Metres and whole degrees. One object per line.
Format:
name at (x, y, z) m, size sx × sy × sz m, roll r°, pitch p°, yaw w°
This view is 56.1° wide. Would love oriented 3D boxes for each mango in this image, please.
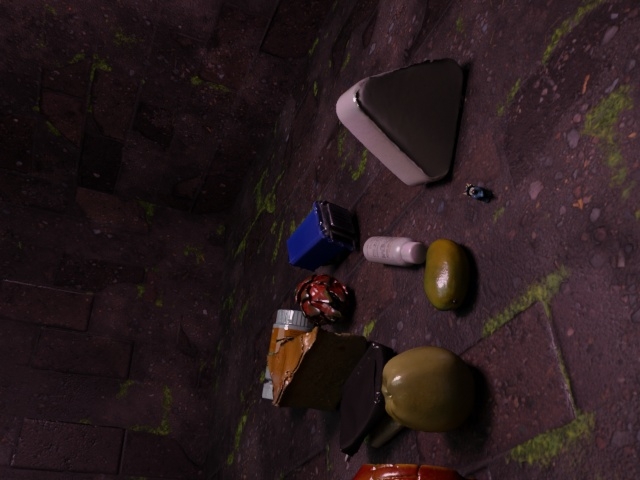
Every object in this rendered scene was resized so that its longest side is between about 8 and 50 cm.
mango at (0.291, 0.073, 1.402) m, size 0.122 × 0.085 × 0.191 m, roll 129°, pitch 147°, yaw -55°

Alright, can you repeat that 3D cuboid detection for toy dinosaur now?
toy dinosaur at (0.361, -0.110, 1.385) m, size 0.083 × 0.047 × 0.031 m, roll -138°, pitch 65°, yaw -69°

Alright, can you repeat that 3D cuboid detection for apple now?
apple at (0.230, 0.319, 1.286) m, size 0.200 × 0.200 × 0.200 m, roll -167°, pitch 90°, yaw -70°

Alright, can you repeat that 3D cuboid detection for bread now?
bread at (-0.023, 0.345, 1.851) m, size 0.315 × 0.248 × 0.279 m, roll -66°, pitch 24°, yaw 17°

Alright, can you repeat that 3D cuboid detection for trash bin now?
trash bin at (0.000, 0.000, 2.044) m, size 0.234 × 0.162 × 0.184 m, roll -42°, pitch 43°, yaw 34°

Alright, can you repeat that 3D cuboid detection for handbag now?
handbag at (0.127, 0.420, 1.590) m, size 0.223 × 0.080 × 0.247 m, roll -86°, pitch 19°, yaw -54°

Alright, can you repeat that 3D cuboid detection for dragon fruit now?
dragon fruit at (0.010, 0.195, 1.956) m, size 0.189 × 0.182 × 0.182 m, roll 49°, pitch 135°, yaw 17°

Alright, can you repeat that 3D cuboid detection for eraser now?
eraser at (0.200, -0.333, 1.575) m, size 0.150 × 0.331 × 0.331 m, roll 175°, pitch 107°, yaw -69°

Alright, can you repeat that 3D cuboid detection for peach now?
peach at (0.197, 0.538, 1.177) m, size 0.274 × 0.248 × 0.245 m, roll -29°, pitch 76°, yaw 40°

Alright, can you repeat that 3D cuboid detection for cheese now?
cheese at (0.178, 0.462, 1.522) m, size 0.194 × 0.043 × 0.065 m, roll 122°, pitch 152°, yaw -43°

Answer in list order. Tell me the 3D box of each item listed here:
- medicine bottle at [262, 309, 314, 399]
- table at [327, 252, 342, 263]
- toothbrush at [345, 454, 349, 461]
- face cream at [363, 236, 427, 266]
medicine bottle at (-0.109, 0.411, 2.151) m, size 0.158 × 0.158 × 0.318 m, roll 157°, pitch 124°, yaw -66°
table at (0.027, 0.011, 2.182) m, size 0.175 × 0.062 × 0.146 m, roll 157°, pitch 123°, yaw -69°
toothbrush at (0.097, 0.561, 1.721) m, size 0.017 × 0.014 × 0.162 m, roll 24°, pitch 101°, yaw 55°
face cream at (0.207, 0.030, 1.660) m, size 0.269 × 0.081 × 0.082 m, roll -174°, pitch 96°, yaw -70°
